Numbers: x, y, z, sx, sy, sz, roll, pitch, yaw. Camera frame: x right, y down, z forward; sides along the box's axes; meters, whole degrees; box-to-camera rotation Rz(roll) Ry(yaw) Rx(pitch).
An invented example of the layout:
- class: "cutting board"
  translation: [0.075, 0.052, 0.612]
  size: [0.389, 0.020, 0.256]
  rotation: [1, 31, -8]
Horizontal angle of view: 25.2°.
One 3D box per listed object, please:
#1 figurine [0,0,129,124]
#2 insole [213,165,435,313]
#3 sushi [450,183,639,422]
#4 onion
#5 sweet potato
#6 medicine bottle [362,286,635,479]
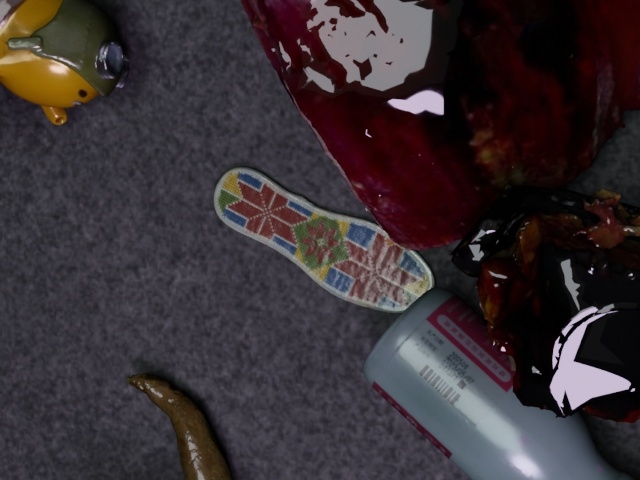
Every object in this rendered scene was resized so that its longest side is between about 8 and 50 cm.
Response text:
- class: "figurine"
  translation: [-0.221, -0.195, 1.107]
  size: [0.141, 0.166, 0.250]
  rotation: [-2, 82, 0]
- class: "insole"
  translation: [0.000, 0.000, 1.094]
  size: [0.193, 0.006, 0.065]
  rotation: [29, 106, 16]
- class: "sushi"
  translation: [0.182, 0.045, 0.918]
  size: [0.172, 0.150, 0.153]
  rotation: [35, 109, -7]
- class: "onion"
  translation: [0.077, -0.171, 0.970]
  size: [0.280, 0.146, 0.314]
  rotation: [-32, 80, 21]
- class: "sweet potato"
  translation: [-0.101, 0.164, 1.139]
  size: [0.041, 0.038, 0.153]
  rotation: [-31, 82, 0]
- class: "medicine bottle"
  translation: [0.134, 0.133, 1.009]
  size: [0.216, 0.090, 0.090]
  rotation: [43, 110, 12]
